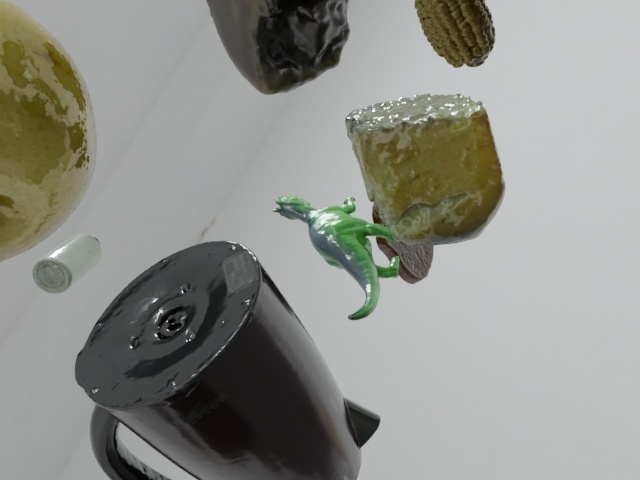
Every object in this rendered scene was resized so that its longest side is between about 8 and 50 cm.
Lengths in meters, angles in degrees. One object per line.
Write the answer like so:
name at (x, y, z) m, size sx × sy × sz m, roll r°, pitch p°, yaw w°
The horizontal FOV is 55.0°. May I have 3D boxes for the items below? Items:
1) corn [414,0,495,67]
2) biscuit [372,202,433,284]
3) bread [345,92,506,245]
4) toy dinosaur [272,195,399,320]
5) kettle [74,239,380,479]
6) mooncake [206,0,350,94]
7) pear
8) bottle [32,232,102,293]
corn at (0.157, -0.369, 0.832) m, size 0.097 × 0.097 × 0.319 m, roll -50°, pitch -52°, yaw -22°
biscuit at (0.218, -0.028, 1.620) m, size 0.257 × 0.049 × 0.272 m, roll 44°, pitch -138°, yaw -32°
bread at (0.192, -0.139, 1.202) m, size 0.395 × 0.240 × 0.263 m, roll -100°, pitch -7°, yaw -74°
toy dinosaur at (0.000, 0.000, 1.389) m, size 0.500 × 0.375 × 0.143 m, roll -40°, pitch -34°, yaw -64°
kettle at (-0.073, 0.143, 0.481) m, size 0.202 × 0.144 × 0.232 m, roll -32°, pitch -56°, yaw -1°
mooncake at (-0.042, -0.501, 1.166) m, size 0.246 × 0.394 × 0.392 m, roll -34°, pitch -67°, yaw -30°
pear at (-0.452, -0.140, 0.764) m, size 0.348 × 0.349 × 0.348 m, roll -39°, pitch -36°, yaw -36°
bottle at (-0.649, 0.048, 1.620) m, size 0.245 × 0.104 × 0.104 m, roll -72°, pitch -1°, yaw -70°
